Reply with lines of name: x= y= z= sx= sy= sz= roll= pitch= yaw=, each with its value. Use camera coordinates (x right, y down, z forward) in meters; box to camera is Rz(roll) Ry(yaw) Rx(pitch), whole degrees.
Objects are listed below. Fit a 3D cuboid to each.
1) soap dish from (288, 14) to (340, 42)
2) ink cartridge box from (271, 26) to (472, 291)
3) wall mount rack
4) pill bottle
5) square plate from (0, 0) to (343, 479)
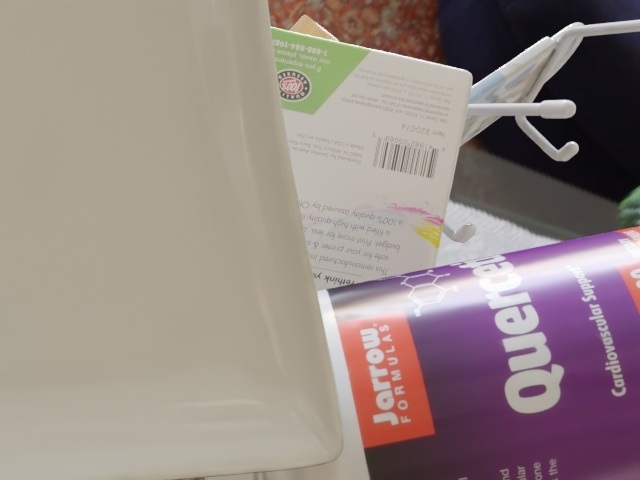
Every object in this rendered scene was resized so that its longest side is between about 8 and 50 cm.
soap dish: x=-0.034 y=-0.125 z=1.430 sx=0.291 sy=0.118 sz=0.229 roll=-52 pitch=130 yaw=-20
ink cartridge box: x=0.000 y=0.000 z=0.980 sx=0.207 sy=0.119 sz=0.353 roll=12 pitch=92 yaw=-6
wall mount rack: x=0.239 y=-0.147 z=1.171 sx=0.350 sy=0.304 sz=0.130 roll=-36 pitch=75 yaw=-27
pill bottle: x=0.091 y=0.104 z=0.648 sx=0.323 sy=0.181 sz=0.181 roll=-11 pitch=67 yaw=-4
square plate: x=-0.177 y=-0.035 z=0.567 sx=0.049 sy=0.344 sz=0.347 roll=-27 pitch=108 yaw=-78
